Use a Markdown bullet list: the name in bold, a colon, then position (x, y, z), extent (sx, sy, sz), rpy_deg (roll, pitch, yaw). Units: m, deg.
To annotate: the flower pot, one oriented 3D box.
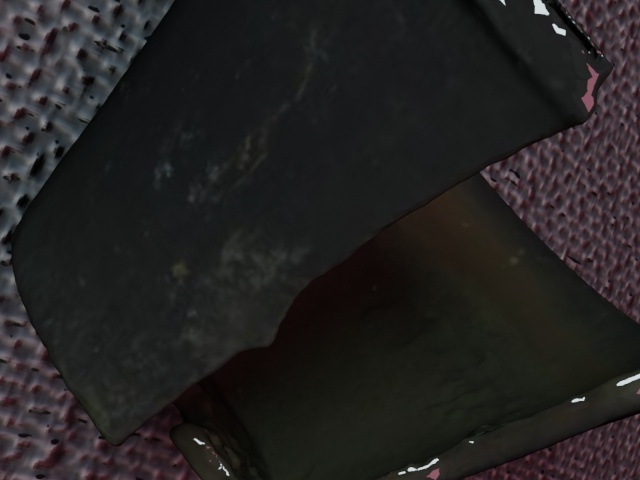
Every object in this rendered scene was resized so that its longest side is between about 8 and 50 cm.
- **flower pot**: position (0.000, 0.000, 0.519), extent (0.251, 0.379, 0.379), rpy_deg (-40, 125, 2)
